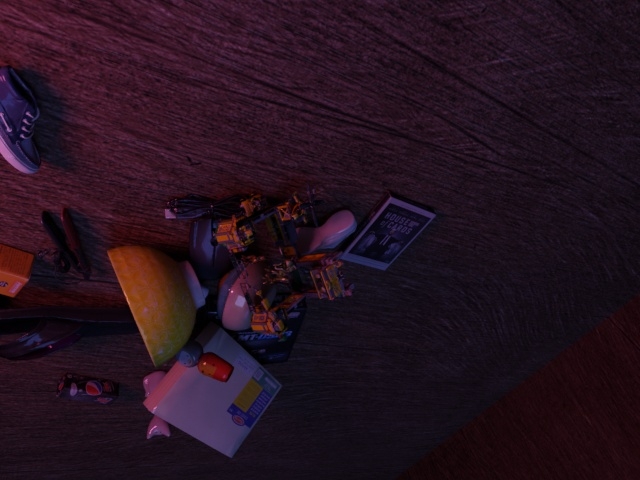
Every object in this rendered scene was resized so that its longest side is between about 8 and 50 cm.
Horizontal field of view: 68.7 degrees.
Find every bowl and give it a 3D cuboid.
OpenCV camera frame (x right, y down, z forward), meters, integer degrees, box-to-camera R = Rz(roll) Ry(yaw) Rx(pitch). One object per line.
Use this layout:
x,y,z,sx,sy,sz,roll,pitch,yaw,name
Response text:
-0.362,0.126,1.084,0.155,0.289,0.290,-23,141,-22,bowl

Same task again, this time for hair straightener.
-0.581,0.022,1.052,0.088,0.047,0.231,-8,141,-12,hair straightener

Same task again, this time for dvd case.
0.183,-0.018,1.304,0.179,0.030,0.239,16,127,-34,dvd case

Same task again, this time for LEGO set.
-0.061,0.047,1.043,0.192,0.332,0.254,-8,-170,40,LEGO set

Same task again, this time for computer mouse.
-0.268,0.013,1.132,0.188,0.072,0.272,-5,136,-17,computer mouse

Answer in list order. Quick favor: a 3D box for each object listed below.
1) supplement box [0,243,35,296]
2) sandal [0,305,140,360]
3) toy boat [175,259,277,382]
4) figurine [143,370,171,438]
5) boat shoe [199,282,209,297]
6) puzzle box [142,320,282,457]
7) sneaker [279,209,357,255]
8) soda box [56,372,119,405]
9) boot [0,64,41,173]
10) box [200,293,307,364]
-0.738,0.038,0.977,0.078,0.080,0.233,-41,136,24,supplement box
-0.658,0.230,1.151,0.445,0.107,0.167,2,155,-23,sandal
-0.231,0.186,1.174,0.148,0.319,0.267,25,168,7,toy boat
-0.445,0.511,1.478,0.214,0.210,0.092,-8,136,-12,figurine
-0.388,0.219,1.280,0.096,0.098,0.277,17,125,-33,boat shoe
-0.291,0.449,1.372,0.272,0.052,0.409,-52,139,-21,puzzle box
0.000,0.000,1.226,0.212,0.080,0.094,-23,153,3,sneaker
-0.710,0.457,1.437,0.060,0.053,0.168,-41,134,22,soda box
-0.523,-0.203,0.812,0.085,0.069,0.190,-16,136,-1,boot
-0.215,0.280,1.432,0.295,0.073,0.294,1,135,-22,box
